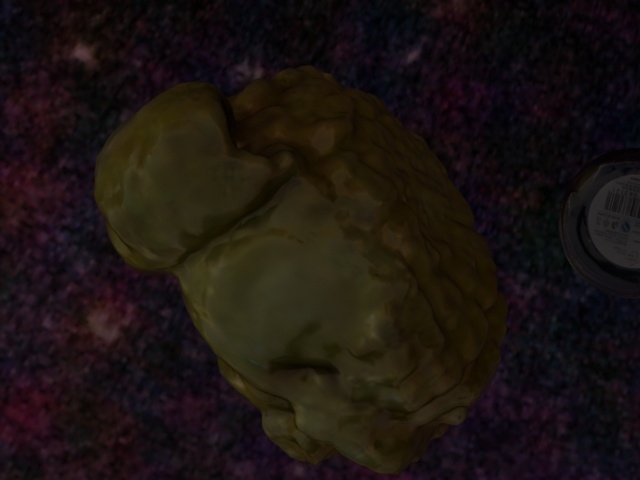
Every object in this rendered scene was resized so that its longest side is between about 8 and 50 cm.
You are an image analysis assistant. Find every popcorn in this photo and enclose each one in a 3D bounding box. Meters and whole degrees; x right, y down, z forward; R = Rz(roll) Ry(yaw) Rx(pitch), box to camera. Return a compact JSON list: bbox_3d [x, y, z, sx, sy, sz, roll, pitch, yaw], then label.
[{"bbox_3d":[0.000,0.000,0.871,0.174,0.225,0.286,-35,105,29],"label":"popcorn"}]

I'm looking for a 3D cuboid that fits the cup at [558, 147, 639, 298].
[{"bbox_3d":[0.393,-0.061,1.548,0.178,0.256,0.255,21,100,22],"label":"cup"}]
